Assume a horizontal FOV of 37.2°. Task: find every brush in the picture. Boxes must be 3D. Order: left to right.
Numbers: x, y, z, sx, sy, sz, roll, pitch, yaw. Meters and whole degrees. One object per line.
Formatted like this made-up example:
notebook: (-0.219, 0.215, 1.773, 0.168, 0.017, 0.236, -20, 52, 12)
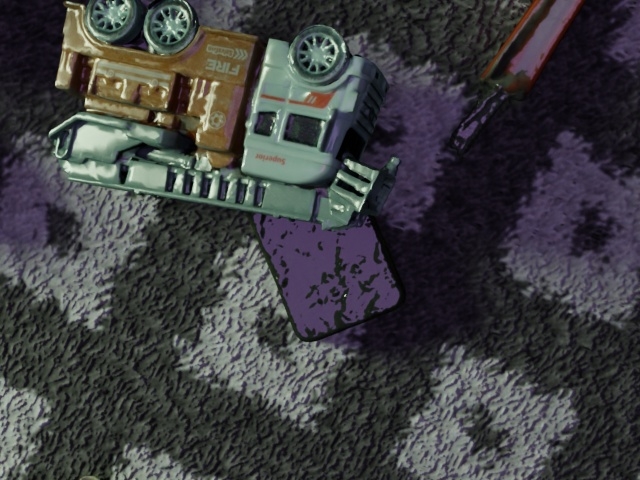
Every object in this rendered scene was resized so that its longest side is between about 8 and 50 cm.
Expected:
brush: (0.000, 0.000, 0.978, 0.123, 0.059, 0.197, -23, 92, 4)
brush: (0.230, -0.220, 0.959, 0.051, 0.070, 0.323, 34, 96, 0)

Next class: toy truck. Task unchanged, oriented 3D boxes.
toy truck: (-0.083, -0.112, 0.898, 0.338, 0.133, 0.184, 14, 89, 14)

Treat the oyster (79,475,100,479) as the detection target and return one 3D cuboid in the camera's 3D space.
oyster: (-0.287, 0.409, 0.989, 0.237, 0.115, 0.351, 18, 99, -9)
